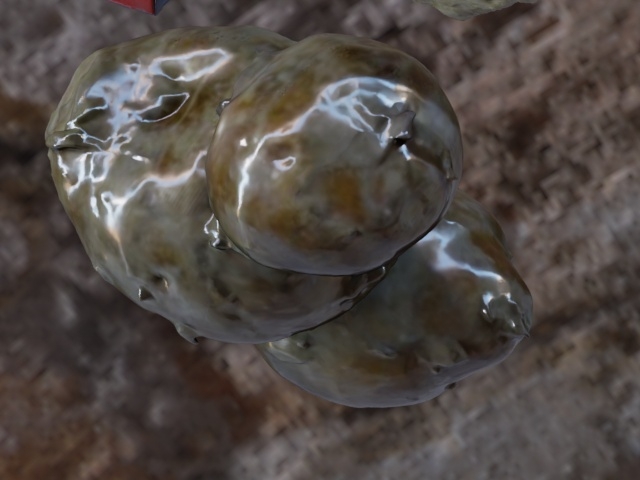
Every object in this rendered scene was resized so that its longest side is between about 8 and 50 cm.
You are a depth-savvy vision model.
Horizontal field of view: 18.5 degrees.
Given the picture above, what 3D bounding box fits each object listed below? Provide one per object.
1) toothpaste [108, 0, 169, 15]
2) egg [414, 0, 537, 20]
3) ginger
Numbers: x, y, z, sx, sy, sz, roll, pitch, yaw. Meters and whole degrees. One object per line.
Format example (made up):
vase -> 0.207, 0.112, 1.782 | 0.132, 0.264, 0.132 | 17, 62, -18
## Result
toothpaste -> -0.244, -0.259, 1.510 | 0.320, 0.066, 0.076 | 19, 43, 20
egg -> 0.055, -0.129, 0.616 | 0.140, 0.118, 0.116 | -16, 75, 34
ginger -> 0.000, 0.000, 1.117 | 0.256, 0.375, 0.176 | 14, 72, 27
